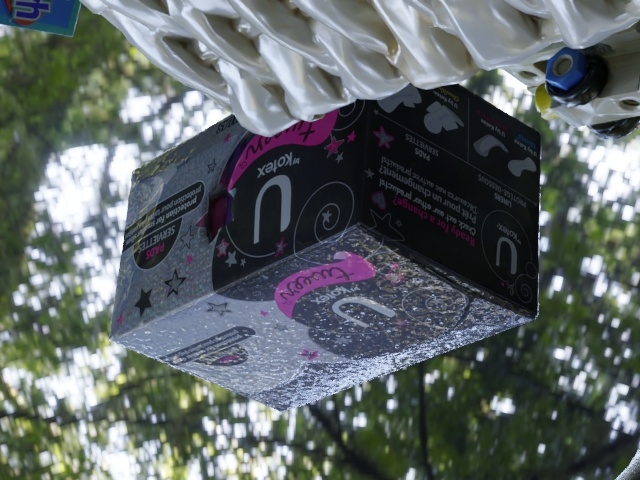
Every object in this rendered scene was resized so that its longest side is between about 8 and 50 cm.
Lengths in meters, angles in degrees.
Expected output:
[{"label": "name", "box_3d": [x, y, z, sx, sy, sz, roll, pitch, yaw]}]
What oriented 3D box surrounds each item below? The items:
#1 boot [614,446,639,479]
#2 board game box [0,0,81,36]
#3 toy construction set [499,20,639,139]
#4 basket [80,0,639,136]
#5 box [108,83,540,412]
[{"label": "boot", "box_3d": [0.274, 0.163, 0.804, 0.445, 0.367, 0.146, -36, -77, -51]}, {"label": "board game box", "box_3d": [-0.271, -0.250, 1.220, 0.210, 0.160, 0.047, 6, -158, -29]}, {"label": "toy construction set", "box_3d": [0.245, -0.195, 1.205, 0.151, 0.328, 0.215, 24, -113, -25]}, {"label": "basket", "box_3d": [-0.003, -0.235, 0.396, 0.331, 0.328, 0.266, 39, -112, -23]}, {"label": "box", "box_3d": [0.000, 0.000, 1.052, 0.163, 0.247, 0.142, 26, -126, -35]}]
